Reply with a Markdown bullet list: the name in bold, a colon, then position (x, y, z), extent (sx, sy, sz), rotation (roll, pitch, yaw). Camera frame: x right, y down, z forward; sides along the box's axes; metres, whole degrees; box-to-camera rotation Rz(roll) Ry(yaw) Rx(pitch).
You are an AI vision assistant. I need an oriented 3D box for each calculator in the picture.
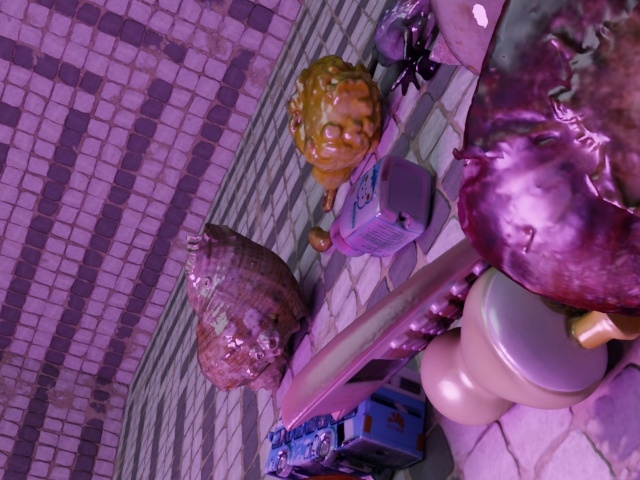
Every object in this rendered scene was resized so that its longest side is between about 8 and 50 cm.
- **calculator**: position (0.105, 0.080, 0.755), extent (0.329, 0.220, 0.048), rotation (-41, 69, 9)

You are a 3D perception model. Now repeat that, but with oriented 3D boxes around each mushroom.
- **mushroom**: position (0.244, -0.326, 0.881), extent (0.243, 0.243, 0.244), rotation (-56, 22, 37)

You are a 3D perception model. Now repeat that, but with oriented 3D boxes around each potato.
- **potato**: position (0.000, 0.000, 1.449), extent (0.045, 0.047, 0.092), rotation (-29, 23, -14)

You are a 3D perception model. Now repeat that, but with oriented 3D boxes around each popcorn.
- **popcorn**: position (0.037, -0.233, 1.417), extent (0.233, 0.192, 0.266), rotation (-127, 33, -52)

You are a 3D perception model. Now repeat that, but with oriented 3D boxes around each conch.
- **conch**: position (-0.128, 0.126, 1.413), extent (0.297, 0.209, 0.353), rotation (-46, -49, -60)

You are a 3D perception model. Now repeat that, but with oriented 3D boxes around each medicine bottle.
- **medicine bottle**: position (0.090, -0.040, 1.140), extent (0.188, 0.094, 0.119), rotation (-41, 34, 56)

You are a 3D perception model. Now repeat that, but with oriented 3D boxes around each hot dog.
- **hot dog**: position (0.020, -0.100, 1.539), extent (0.037, 0.021, 0.083), rotation (-31, 43, 61)

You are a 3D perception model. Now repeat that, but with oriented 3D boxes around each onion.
- **onion**: position (0.257, -0.096, 0.459), extent (0.282, 0.260, 0.337), rotation (-21, -48, -63)

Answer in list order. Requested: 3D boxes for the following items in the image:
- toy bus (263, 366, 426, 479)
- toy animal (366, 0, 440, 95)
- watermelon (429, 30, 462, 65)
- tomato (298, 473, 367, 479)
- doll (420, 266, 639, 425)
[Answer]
- **toy bus**: position (0.027, 0.264, 0.983), extent (0.297, 0.106, 0.131), rotation (-40, 32, 54)
- **toy animal**: position (0.146, -0.385, 1.366), extent (0.324, 0.090, 0.195), rotation (-128, 55, -69)
- **watermelon**: position (0.246, -0.380, 1.100), extent (0.154, 0.094, 0.241), rotation (-88, 21, -62)
- **tomato**: position (0.002, 0.370, 0.798), extent (0.232, 0.188, 0.232), rotation (-52, 25, 37)
- **doll**: position (0.180, 0.106, 0.694), extent (0.117, 0.141, 0.296), rotation (-32, -12, -24)
